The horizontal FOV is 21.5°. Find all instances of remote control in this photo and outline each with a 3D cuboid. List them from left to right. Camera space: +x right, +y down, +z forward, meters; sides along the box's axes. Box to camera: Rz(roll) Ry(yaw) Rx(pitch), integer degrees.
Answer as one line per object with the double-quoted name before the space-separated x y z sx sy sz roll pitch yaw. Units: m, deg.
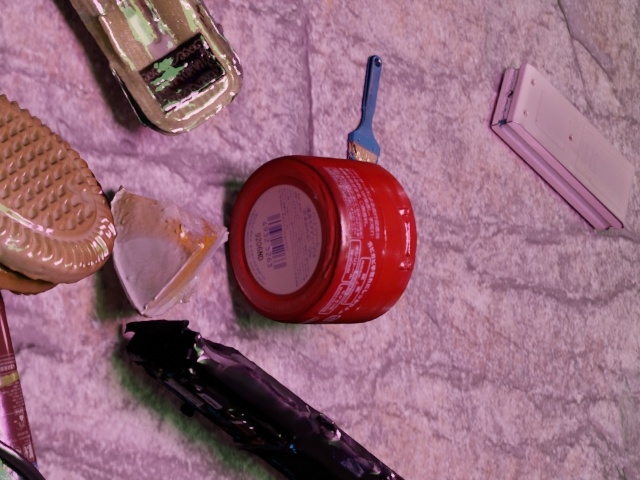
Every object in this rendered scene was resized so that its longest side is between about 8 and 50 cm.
"remote control" -0.044 0.207 1.815 0.399 0.144 0.062 41 61 -33
"remote control" 0.344 -0.128 2.386 0.277 0.055 0.103 39 55 -34

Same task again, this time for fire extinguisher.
"fire extinguisher" -0.320 0.194 1.544 0.141 0.105 0.341 -11 89 -34

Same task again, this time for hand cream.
"hand cream" 0.000 0.000 1.873 0.125 0.193 0.193 5 78 -46

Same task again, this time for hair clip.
"hair clip" -0.209 -0.265 1.776 0.138 0.091 0.321 -37 111 -21

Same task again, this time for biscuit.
"biscuit" -0.304 -0.054 1.554 0.259 0.079 0.259 39 22 -19

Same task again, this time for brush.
"brush" 0.060 -0.158 2.109 0.051 0.014 0.164 28 60 -42

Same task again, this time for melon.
"melon" -0.161 -0.008 1.773 0.139 0.093 0.202 48 27 -1
